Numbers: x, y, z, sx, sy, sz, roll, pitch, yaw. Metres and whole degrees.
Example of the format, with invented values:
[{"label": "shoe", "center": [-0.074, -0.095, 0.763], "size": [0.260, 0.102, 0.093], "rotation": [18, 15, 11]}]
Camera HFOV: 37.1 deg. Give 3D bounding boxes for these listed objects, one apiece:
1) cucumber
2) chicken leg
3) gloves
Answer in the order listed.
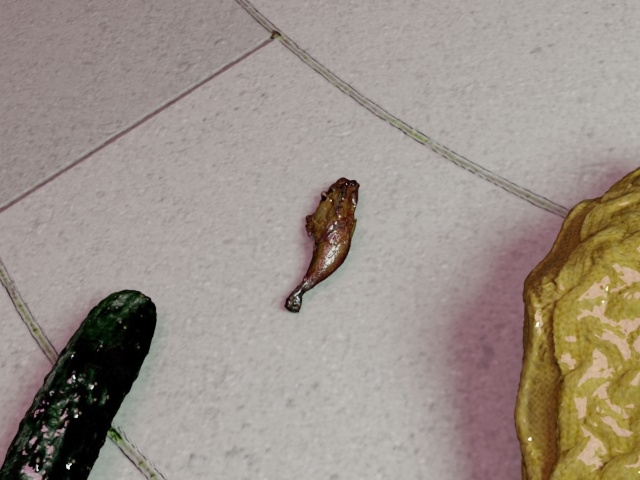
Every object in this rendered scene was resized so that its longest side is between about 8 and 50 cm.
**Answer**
[{"label": "cucumber", "center": [-0.207, 0.158, 0.772], "size": [0.072, 0.081, 0.303], "rotation": [-27, 38, 41]}, {"label": "chicken leg", "center": [0.004, -0.001, 0.852], "size": [0.062, 0.037, 0.145], "rotation": [-20, 41, 37]}, {"label": "gloves", "center": [0.233, 0.054, 0.626], "size": [0.203, 0.155, 0.356], "rotation": [5, 50, 21]}]
